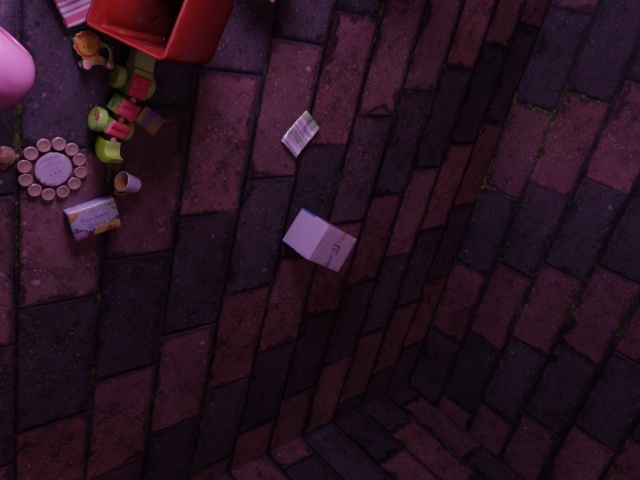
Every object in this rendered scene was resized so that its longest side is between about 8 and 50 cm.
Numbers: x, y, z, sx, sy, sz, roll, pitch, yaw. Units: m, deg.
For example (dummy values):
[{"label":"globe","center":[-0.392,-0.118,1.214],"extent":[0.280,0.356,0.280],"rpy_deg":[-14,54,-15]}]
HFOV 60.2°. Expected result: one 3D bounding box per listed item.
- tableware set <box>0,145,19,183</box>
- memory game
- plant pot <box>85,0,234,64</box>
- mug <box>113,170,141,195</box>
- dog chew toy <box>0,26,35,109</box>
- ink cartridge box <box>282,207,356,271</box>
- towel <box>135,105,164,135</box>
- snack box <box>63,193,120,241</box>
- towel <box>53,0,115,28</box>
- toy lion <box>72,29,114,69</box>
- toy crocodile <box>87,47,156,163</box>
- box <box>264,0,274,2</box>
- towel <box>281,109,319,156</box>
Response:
[{"label":"tableware set","center":[-0.848,-0.207,1.378],"extent":[0.141,0.020,0.168],"rpy_deg":[-48,142,-12]},{"label":"memory game","center":[-0.734,-0.195,1.515],"extent":[0.186,0.012,0.186],"rpy_deg":[-27,134,-32]},{"label":"plant pot","center":[-0.377,-0.596,1.412],"extent":[0.267,0.267,0.236],"rpy_deg":[-64,160,11]},{"label":"mug","center":[-0.583,-0.171,1.671],"extent":[0.064,0.078,0.062],"rpy_deg":[15,73,-60]},{"label":"dog chew toy","center":[-0.797,-0.328,1.210],"extent":[0.332,0.206,0.206],"rpy_deg":[-45,142,0]},{"label":"ink cartridge box","center":[0.000,0.000,2.320],"extent":[0.233,0.171,0.168],"rpy_deg":[26,97,-53]},{"label":"towel","center":[-0.508,-0.355,1.644],"extent":[0.060,0.009,0.083],"rpy_deg":[-53,142,-3]},{"label":"snack box","center":[-0.679,-0.068,1.647],"extent":[0.141,0.037,0.100],"rpy_deg":[-27,133,-32]},{"label":"towel","center":[-0.595,-0.633,1.334],"extent":[0.144,0.029,0.197],"rpy_deg":[-38,140,-25]},{"label":"toy lion","center":[-0.592,-0.496,1.437],"extent":[0.100,0.034,0.096],"rpy_deg":[-15,120,-40]},{"label":"toy crocodile","center":[-0.536,-0.375,1.521],"extent":[0.115,0.105,0.340],"rpy_deg":[18,102,-52]},{"label":"box","center":[-0.191,-0.814,1.553],"extent":[0.148,0.127,0.232],"rpy_deg":[-54,143,-1]},{"label":"towel","center":[-0.073,-0.397,2.071],"extent":[0.152,0.023,0.113],"rpy_deg":[-51,143,-6]}]
